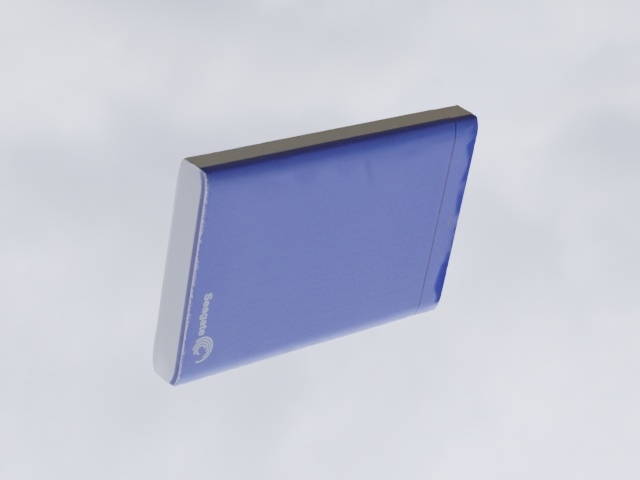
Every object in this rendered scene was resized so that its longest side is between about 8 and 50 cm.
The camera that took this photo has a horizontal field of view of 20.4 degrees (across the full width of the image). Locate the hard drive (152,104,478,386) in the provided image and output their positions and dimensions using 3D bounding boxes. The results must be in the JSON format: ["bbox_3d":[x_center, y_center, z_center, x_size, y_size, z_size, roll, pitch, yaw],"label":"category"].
[{"bbox_3d":[0.000,0.000,1.599,0.319,0.210,0.040,-14,-144,-39],"label":"hard drive"}]
